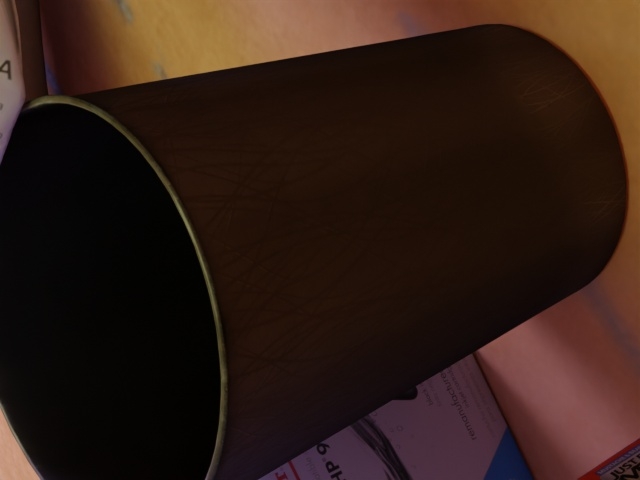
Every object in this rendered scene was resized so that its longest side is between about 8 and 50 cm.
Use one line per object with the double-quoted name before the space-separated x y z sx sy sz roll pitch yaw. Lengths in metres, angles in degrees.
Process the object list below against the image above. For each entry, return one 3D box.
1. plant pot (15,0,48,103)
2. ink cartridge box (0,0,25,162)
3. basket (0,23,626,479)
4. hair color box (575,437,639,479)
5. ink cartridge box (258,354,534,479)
"plant pot" -0.279 -0.153 0.852 0.263 0.263 0.229 22 108 46
"ink cartridge box" -0.143 -0.129 0.489 0.232 0.066 0.189 -58 43 25
"basket" 0.000 0.000 0.548 0.154 0.227 0.204 58 143 15
"hair color box" 0.183 0.141 0.529 0.167 0.053 0.093 9 116 50
"ink cartridge box" 0.013 0.130 0.639 0.060 0.180 0.104 -34 80 54
